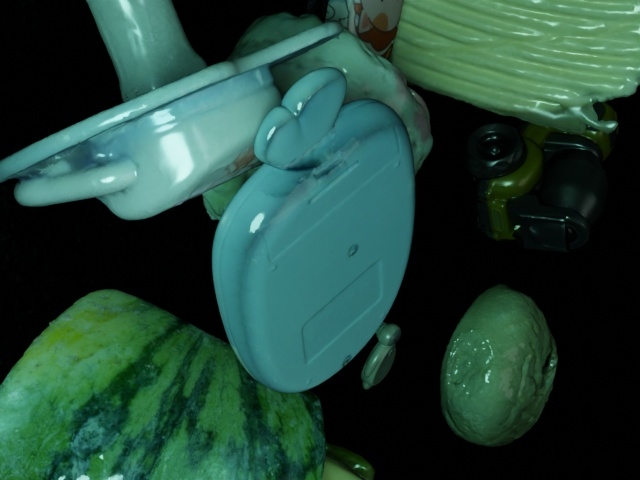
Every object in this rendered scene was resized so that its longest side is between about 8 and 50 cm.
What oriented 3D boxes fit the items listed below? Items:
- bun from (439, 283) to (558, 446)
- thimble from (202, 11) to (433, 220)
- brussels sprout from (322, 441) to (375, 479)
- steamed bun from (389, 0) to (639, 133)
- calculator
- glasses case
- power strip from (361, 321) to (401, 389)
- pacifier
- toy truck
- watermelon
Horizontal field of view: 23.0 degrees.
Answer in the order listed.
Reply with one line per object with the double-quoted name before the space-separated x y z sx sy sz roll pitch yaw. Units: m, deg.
"bun" 0.233 0.166 1.989 0.221 0.108 0.221 -40 140 -45
"thimble" -0.018 -0.079 1.301 0.149 0.185 0.211 -57 -166 -17
"brussels sprout" -0.031 0.291 1.393 0.247 0.328 0.328 -68 153 -20
"steamed bun" 0.220 -0.278 1.529 0.272 0.290 0.274 -52 142 -59
"calculator" 0.000 0.000 1.151 0.188 0.042 0.303 -40 149 -23
"glasses case" 0.036 -0.239 1.411 0.103 0.067 0.267 -18 122 -56
"power strip" 0.063 0.125 1.743 0.055 0.035 0.083 -30 146 -52
"pacifier" -0.127 -0.135 1.092 0.287 0.238 0.226 -26 98 -47
"toy truck" 0.274 -0.093 1.839 0.224 0.165 0.147 -56 149 -28
"watermelon" -0.133 0.183 1.252 0.213 0.261 0.201 -64 180 -22
